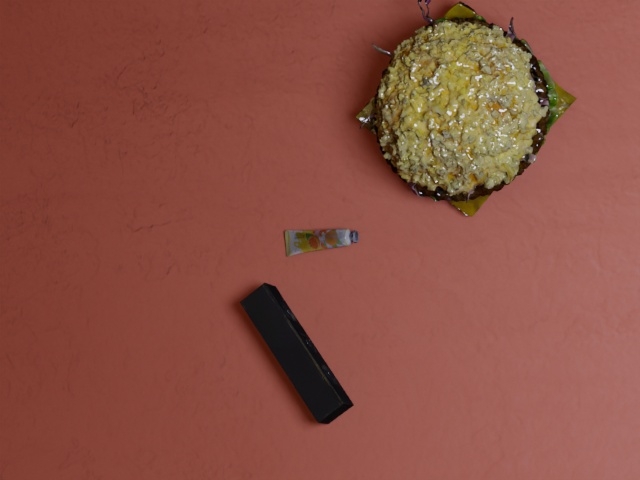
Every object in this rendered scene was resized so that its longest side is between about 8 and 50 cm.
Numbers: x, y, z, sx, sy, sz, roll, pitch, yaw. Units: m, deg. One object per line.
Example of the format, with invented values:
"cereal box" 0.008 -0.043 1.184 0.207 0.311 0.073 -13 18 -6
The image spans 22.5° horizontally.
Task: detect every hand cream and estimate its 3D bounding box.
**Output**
"hand cream" 0.000 0.000 2.075 0.102 0.022 0.035 -5 87 23

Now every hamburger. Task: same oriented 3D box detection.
"hamburger" 0.166 -0.172 1.982 0.262 0.139 0.243 40 96 20

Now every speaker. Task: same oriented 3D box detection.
"speaker" -0.032 0.144 2.049 0.046 0.040 0.191 -38 71 11
